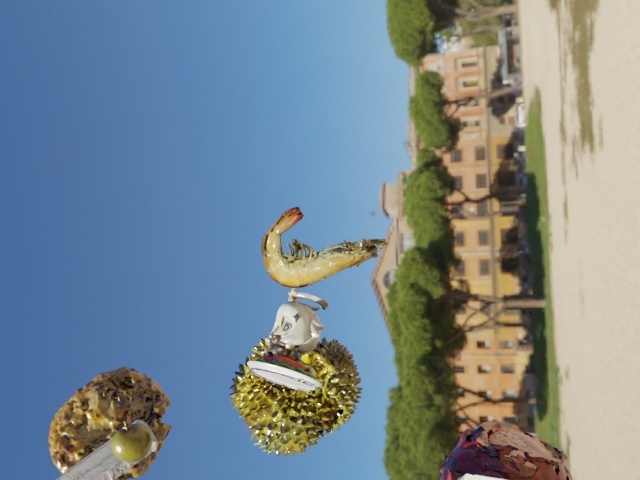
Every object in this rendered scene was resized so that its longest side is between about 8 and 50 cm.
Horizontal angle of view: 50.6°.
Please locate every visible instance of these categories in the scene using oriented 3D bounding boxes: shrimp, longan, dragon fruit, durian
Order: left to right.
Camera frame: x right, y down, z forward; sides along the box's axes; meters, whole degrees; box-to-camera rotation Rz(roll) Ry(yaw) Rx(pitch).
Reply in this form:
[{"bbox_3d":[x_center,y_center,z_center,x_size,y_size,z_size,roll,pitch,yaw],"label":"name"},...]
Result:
[{"bbox_3d":[-0.350,0.369,1.253,0.075,0.075,0.083,-52,-40,-65],"label":"longan"},{"bbox_3d":[-0.040,0.310,1.396,0.258,0.293,0.258,40,-153,-25],"label":"durian"},{"bbox_3d":[0.000,-0.001,0.965,0.034,0.178,0.124,-94,-17,-65],"label":"shrimp"},{"bbox_3d":[0.398,0.551,1.476,0.301,0.296,0.295,-59,-25,-10],"label":"dragon fruit"}]

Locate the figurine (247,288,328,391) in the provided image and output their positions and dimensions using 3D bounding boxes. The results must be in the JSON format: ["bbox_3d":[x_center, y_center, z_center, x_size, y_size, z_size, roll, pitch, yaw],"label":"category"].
[{"bbox_3d":[-0.038,0.160,1.121,0.132,0.132,0.153,55,-132,-60],"label":"figurine"}]

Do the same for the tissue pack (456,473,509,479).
[{"bbox_3d":[0.304,0.501,1.273,0.148,0.099,0.106,74,-155,-68],"label":"tissue pack"}]

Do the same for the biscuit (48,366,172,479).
[{"bbox_3d":[-0.558,0.504,1.830,0.334,0.289,0.081,-52,1,-31],"label":"biscuit"}]

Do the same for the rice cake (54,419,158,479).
[{"bbox_3d":[-0.547,0.564,1.677,0.298,0.106,0.050,-35,-56,-17],"label":"rice cake"}]
